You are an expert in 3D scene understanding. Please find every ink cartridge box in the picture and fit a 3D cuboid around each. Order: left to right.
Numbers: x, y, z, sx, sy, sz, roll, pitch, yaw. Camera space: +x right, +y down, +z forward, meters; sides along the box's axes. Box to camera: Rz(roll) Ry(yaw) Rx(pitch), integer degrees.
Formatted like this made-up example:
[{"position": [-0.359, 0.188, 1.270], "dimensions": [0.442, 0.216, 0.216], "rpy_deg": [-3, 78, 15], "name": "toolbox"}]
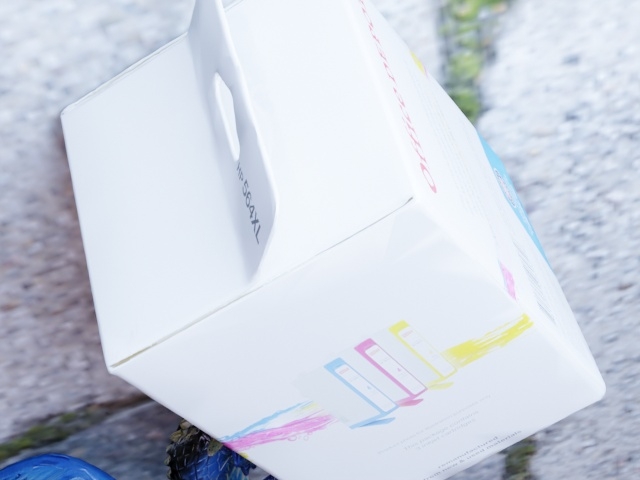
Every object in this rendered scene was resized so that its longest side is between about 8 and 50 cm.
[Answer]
[{"position": [0.000, 0.000, 0.408], "dimensions": [0.090, 0.092, 0.143], "rpy_deg": [-30, 141, 15], "name": "ink cartridge box"}]

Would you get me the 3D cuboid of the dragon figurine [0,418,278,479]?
[{"position": [-0.091, 0.132, 0.539], "dimensions": [0.289, 0.085, 0.144], "rpy_deg": [-26, 143, 8], "name": "dragon figurine"}]
